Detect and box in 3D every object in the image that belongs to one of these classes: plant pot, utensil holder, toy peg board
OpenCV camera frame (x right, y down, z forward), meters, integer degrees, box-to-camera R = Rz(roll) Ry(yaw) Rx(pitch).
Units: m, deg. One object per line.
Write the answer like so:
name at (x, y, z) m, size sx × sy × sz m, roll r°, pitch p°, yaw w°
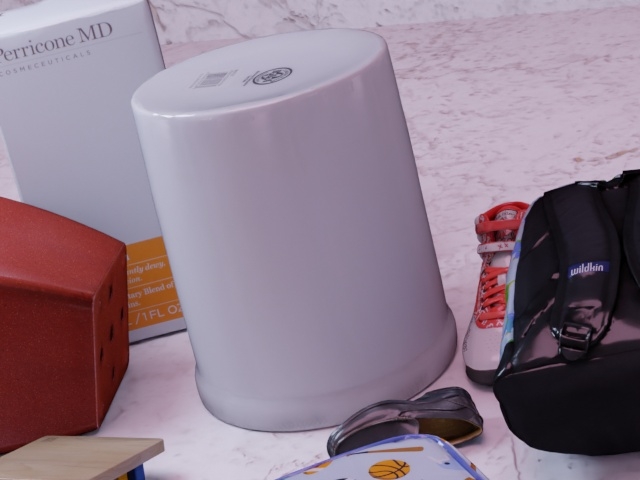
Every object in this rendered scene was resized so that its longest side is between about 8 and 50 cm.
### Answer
plant pot at (-0.369, 0.107, 1.873) m, size 0.235 × 0.267 × 0.267 m, roll 4°, pitch 23°, yaw 5°
utensil holder at (-0.028, -0.022, 1.795) m, size 0.327 × 0.385 × 0.327 m, roll -11°, pitch 22°, yaw 4°
toy peg board at (-0.274, 0.272, 1.652) m, size 0.161 × 0.079 × 0.160 m, roll -2°, pitch 8°, yaw 25°

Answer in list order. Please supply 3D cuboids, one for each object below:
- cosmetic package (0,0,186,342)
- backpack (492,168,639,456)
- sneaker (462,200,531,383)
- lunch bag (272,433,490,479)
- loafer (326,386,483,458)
cosmetic package at (-0.287, -0.095, 2.030) m, size 0.230 × 0.453 × 0.161 m, roll -15°, pitch 21°, yaw -4°
backpack at (0.324, 0.065, 1.606) m, size 0.290 × 0.273 × 0.355 m, roll -12°, pitch 43°, yaw 9°
sneaker at (0.212, 0.051, 1.800) m, size 0.090 × 0.145 × 0.270 m, roll -5°, pitch 23°, yaw 20°
lunch bag at (0.072, 0.286, 1.344) m, size 0.243 × 0.115 × 0.303 m, roll -16°, pitch 21°, yaw -14°
loafer at (0.091, 0.203, 1.611) m, size 0.170 × 0.062 × 0.061 m, roll -19°, pitch 27°, yaw -11°
